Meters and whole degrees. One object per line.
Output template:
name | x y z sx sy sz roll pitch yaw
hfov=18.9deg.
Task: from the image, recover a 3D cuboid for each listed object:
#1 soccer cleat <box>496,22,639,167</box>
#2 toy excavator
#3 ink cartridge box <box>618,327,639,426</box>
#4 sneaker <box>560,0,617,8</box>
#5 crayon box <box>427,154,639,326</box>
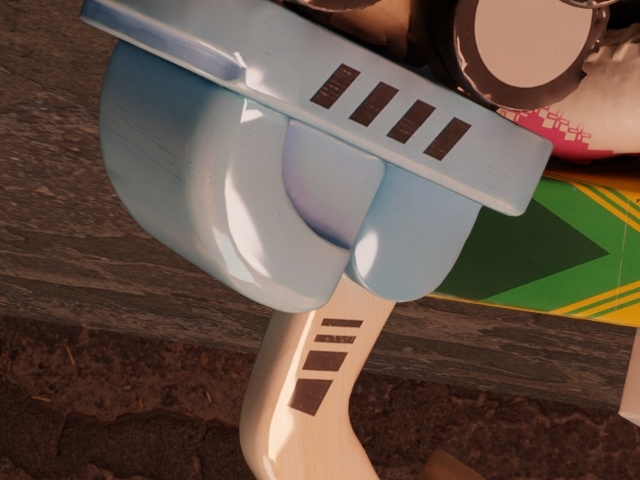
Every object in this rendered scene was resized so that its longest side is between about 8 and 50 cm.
soccer cleat | 0.256 -0.120 1.332 0.331 0.116 0.143 11 144 24
toy excavator | 0.000 0.000 1.175 0.433 0.445 0.222 24 -175 -34
ink cartridge box | 0.372 0.089 1.828 0.093 0.212 0.154 3 165 36
sneaker | 0.077 -0.215 0.947 0.234 0.078 0.106 52 -169 -5
crayon box | 0.212 -0.017 1.511 0.313 0.106 0.363 7 -171 18
